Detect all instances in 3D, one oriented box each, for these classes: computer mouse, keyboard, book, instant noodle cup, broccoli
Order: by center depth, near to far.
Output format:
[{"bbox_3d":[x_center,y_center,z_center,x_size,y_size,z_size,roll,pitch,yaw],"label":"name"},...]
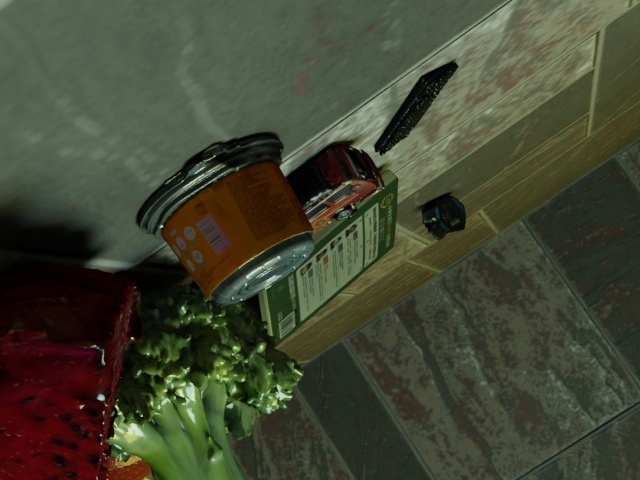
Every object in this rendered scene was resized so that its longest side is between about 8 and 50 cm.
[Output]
[{"bbox_3d":[-0.085,-0.012,1.154,0.178,0.125,0.208,-34,170,2],"label":"instant noodle cup"},{"bbox_3d":[-0.195,0.183,1.365,0.277,0.317,0.338,-33,-158,10],"label":"broccoli"},{"bbox_3d":[0.120,-0.164,1.378,0.060,0.018,0.195,-32,170,-23],"label":"keyboard"},{"bbox_3d":[0.014,0.031,1.618,0.264,0.027,0.202,-40,154,-20],"label":"book"},{"bbox_3d":[0.235,-0.041,2.129,0.047,0.079,0.135,-27,180,41],"label":"computer mouse"}]

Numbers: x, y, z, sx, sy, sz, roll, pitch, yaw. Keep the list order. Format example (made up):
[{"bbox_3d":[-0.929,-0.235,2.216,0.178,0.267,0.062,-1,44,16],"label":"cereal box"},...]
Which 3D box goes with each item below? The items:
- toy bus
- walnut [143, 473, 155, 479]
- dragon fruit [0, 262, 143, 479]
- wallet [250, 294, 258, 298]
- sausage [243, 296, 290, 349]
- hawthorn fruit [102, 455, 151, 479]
[{"bbox_3d":[-0.035,-0.033,1.372,0.235,0.073,0.096,-36,163,18],"label":"toy bus"},{"bbox_3d":[-0.338,0.387,2.078,0.245,0.198,0.198,-34,170,7],"label":"walnut"},{"bbox_3d":[-0.242,0.125,1.015,0.302,0.240,0.330,-49,-173,-34],"label":"dragon fruit"},{"bbox_3d":[-0.077,0.036,1.604,0.160,0.055,0.236,-45,161,30],"label":"wallet"},{"bbox_3d":[-0.152,0.138,1.666,0.123,0.123,0.253,-39,167,31],"label":"sausage"},{"bbox_3d":[-0.317,0.287,1.586,0.225,0.196,0.196,-49,175,-18],"label":"hawthorn fruit"}]
